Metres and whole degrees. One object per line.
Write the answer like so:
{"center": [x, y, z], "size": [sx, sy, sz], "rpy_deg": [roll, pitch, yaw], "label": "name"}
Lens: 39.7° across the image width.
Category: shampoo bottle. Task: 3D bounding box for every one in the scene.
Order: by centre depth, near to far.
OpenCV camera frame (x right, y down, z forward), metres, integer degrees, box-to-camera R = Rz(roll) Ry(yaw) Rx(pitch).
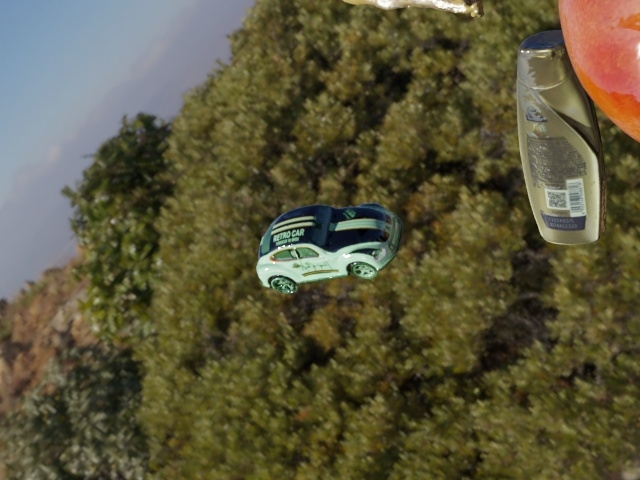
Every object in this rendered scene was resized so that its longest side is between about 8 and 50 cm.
{"center": [0.376, -0.155, 1.395], "size": [0.125, 0.350, 0.084], "rpy_deg": [3, 38, 33], "label": "shampoo bottle"}

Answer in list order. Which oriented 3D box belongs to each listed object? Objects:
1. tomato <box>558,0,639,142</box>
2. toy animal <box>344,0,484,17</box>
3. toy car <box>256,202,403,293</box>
{"center": [0.376, -0.236, 0.813], "size": [0.321, 0.321, 0.321], "rpy_deg": [-44, 16, 16], "label": "tomato"}
{"center": [0.092, -0.344, 1.127], "size": [0.149, 0.275, 0.054], "rpy_deg": [-45, -28, 17], "label": "toy animal"}
{"center": [0.000, 0.000, 1.652], "size": [0.305, 0.125, 0.136], "rpy_deg": [-12, 48, 33], "label": "toy car"}
